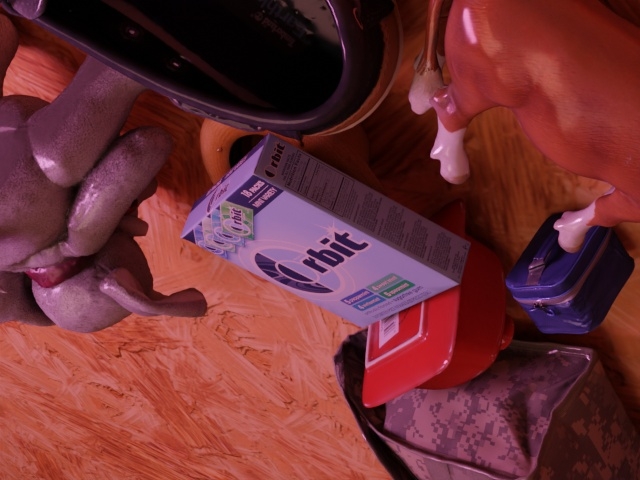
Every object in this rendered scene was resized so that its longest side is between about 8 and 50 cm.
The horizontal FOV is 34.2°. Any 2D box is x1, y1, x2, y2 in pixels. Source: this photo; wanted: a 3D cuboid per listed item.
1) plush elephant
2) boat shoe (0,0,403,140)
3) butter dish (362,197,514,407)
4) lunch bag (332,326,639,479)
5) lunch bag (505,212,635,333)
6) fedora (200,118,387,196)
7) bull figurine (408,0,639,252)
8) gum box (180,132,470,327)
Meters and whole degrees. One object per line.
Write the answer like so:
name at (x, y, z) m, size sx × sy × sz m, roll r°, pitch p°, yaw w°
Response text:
plush elephant at (-0.236, -0.024, 0.995) m, size 0.271 × 0.330 × 0.255 m, roll 4°, pitch 156°, yaw 26°
boat shoe at (-0.163, -0.229, 0.690) m, size 0.500 × 0.156 × 0.187 m, roll 33°, pitch 108°, yaw -6°
butter dish at (0.118, 0.069, 0.923) m, size 0.118 × 0.160 × 0.160 m, roll 18°, pitch 151°, yaw -20°
lunch bag at (0.158, 0.207, 1.028) m, size 0.287 × 0.169 × 0.235 m, roll 8°, pitch 143°, yaw 45°
lunch bag at (0.192, 0.024, 0.819) m, size 0.067 × 0.098 × 0.065 m, roll -8°, pitch 127°, yaw 52°
fedora at (-0.009, -0.064, 0.892) m, size 0.194 × 0.079 × 0.194 m, roll 22°, pitch 147°, yaw 16°
bull figurine at (0.195, -0.072, 0.692) m, size 0.310 × 0.101 × 0.188 m, roll 36°, pitch 149°, yaw -5°
gum box at (0.000, 0.000, 0.838) m, size 0.184 × 0.041 × 0.157 m, roll 28°, pitch 152°, yaw -17°
